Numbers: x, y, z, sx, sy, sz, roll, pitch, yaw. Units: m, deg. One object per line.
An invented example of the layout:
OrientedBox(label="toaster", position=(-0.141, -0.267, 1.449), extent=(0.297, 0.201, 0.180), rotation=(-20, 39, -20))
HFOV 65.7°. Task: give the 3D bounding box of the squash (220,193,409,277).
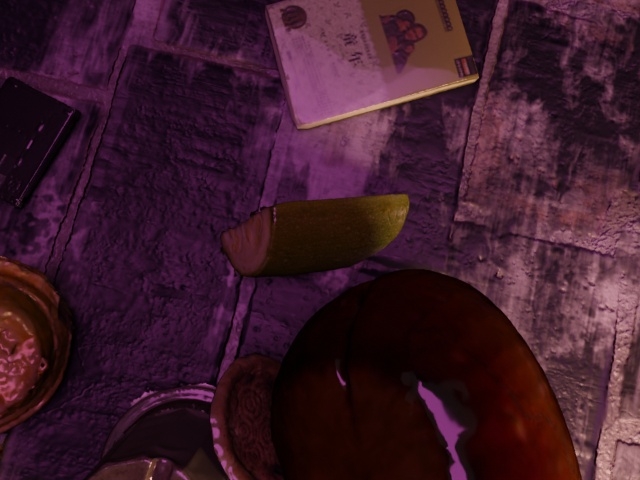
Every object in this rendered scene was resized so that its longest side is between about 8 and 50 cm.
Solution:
OrientedBox(label="squash", position=(0.000, 0.000, 0.872), extent=(0.289, 0.203, 0.111), rotation=(-7, 80, -38))

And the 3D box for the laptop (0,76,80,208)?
OrientedBox(label="laptop", position=(-0.548, -0.179, 0.886), extent=(0.154, 0.026, 0.207), rotation=(28, 83, 2))

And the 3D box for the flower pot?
OrientedBox(label="flower pot", position=(-0.220, 0.359, 0.702), extent=(0.291, 0.259, 0.289), rotation=(0, 82, 0))

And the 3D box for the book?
OrientedBox(label="book", position=(0.091, -0.361, 0.914), extent=(0.353, 0.035, 0.239), rotation=(-16, 87, -3))

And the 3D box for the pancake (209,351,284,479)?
OrientedBox(label="pancake", position=(-0.080, 0.275, 0.743), extent=(0.029, 0.235, 0.212), rotation=(-31, 119, 26))

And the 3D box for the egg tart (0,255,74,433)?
OrientedBox(label="egg tart", position=(-0.503, 0.164, 0.728), extent=(0.291, 0.115, 0.289), rotation=(-8, 102, -41))

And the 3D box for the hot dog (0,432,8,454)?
OrientedBox(label="hot dog", position=(-0.572, 0.350, 0.799), extent=(0.099, 0.053, 0.191), rotation=(19, 79, 0))

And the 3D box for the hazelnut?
OrientedBox(label="hazelnut", position=(0.127, 0.262, 0.665), extent=(0.403, 0.402, 0.429), rotation=(-28, 73, -5))
